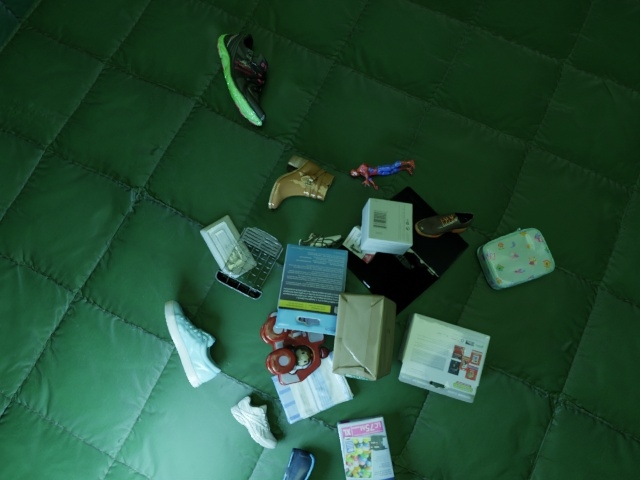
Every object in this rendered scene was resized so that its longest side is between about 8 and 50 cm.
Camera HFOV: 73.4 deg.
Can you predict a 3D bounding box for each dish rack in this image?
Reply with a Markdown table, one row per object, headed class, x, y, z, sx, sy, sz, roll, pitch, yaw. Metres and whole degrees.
| class | x | y | z | sx | sy | sz | roll | pitch | yaw |
| --- | --- | --- | --- | --- | --- | --- | --- | --- | --- |
| dish rack | -0.291 | 0.087 | 1.816 | 0.209 | 0.074 | 0.271 | 29 | 86 | -8 |

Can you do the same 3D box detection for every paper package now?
| class | x | y | z | sx | sy | sz | roll | pitch | yaw |
| --- | --- | --- | --- | --- | --- | --- | --- | --- | --- |
| paper package | 0.179 | 0.363 | 1.644 | 0.168 | 0.325 | 0.308 | 2 | 78 | 18 |

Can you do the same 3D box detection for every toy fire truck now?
| class | x | y | z | sx | sy | sz | roll | pitch | yaw |
| --- | --- | --- | --- | --- | --- | --- | --- | --- | --- |
| toy fire truck | -0.098 | 0.413 | 1.730 | 0.254 | 0.169 | 0.301 | -9 | 74 | -16 |

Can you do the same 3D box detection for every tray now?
| class | x | y | z | sx | sy | sz | roll | pitch | yaw |
| --- | --- | --- | --- | --- | --- | --- | --- | --- | --- |
| tray | -0.406 | 0.030 | 1.880 | 0.145 | 0.030 | 0.270 | -31 | 79 | -7 |

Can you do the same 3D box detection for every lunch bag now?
| class | x | y | z | sx | sy | sz | roll | pitch | yaw |
| --- | --- | --- | --- | --- | --- | --- | --- | --- | --- |
| lunch bag | 0.827 | 0.073 | 1.827 | 0.280 | 0.108 | 0.223 | -18 | 75 | -5 |

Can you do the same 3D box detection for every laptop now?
| class | x | y | z | sx | sy | sz | roll | pitch | yaw |
| --- | --- | --- | --- | --- | --- | --- | --- | --- | --- |
| laptop | 0.357 | 0.038 | 1.882 | 0.382 | 0.236 | 0.408 | 47 | 110 | 10 |

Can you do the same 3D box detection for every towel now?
| class | x | y | z | sx | sy | sz | roll | pitch | yaw |
| --- | --- | --- | --- | --- | --- | --- | --- | --- | --- |
| towel | -0.033 | 0.597 | 1.751 | 0.285 | 0.034 | 0.209 | -22 | 77 | -4 |

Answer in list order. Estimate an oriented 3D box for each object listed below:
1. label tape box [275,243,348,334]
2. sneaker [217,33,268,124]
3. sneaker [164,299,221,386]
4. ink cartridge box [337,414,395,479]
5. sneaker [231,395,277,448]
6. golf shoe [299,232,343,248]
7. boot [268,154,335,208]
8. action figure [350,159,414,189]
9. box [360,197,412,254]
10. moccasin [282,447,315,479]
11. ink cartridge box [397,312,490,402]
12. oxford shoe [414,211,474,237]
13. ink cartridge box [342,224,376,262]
| class | x | y | z | sx | sy | sz | roll | pitch | yaw |
| --- | --- | --- | --- | --- | --- | --- | --- | --- | --- |
| label tape box | -0.032 | 0.201 | 1.713 | 0.250 | 0.115 | 0.347 | 7 | 67 | -1 |
| sneaker | -0.333 | -0.762 | 1.979 | 0.203 | 0.185 | 0.481 | -17 | 79 | 0 |
| sneaker | -0.513 | 0.398 | 1.758 | 0.150 | 0.135 | 0.365 | -22 | 87 | -12 |
| ink cartridge box | 0.183 | 0.861 | 1.679 | 0.186 | 0.065 | 0.310 | -9 | 79 | -1 |
| sneaker | -0.241 | 0.713 | 1.699 | 0.232 | 0.090 | 0.115 | 44 | 78 | 8 |
| golf shoe | 0.000 | 0.000 | 1.862 | 0.198 | 0.077 | 0.093 | -20 | 78 | -5 |
| boot | -0.085 | -0.224 | 1.910 | 0.220 | 0.109 | 0.283 | 29 | 72 | 2 |
| action figure | 0.277 | -0.282 | 1.914 | 0.281 | 0.091 | 0.138 | -2 | 69 | 0 |
| box | 0.262 | -0.054 | 1.704 | 0.182 | 0.119 | 0.180 | 7 | 68 | -7 |
| moccasin | -0.144 | 0.964 | 1.636 | 0.117 | 0.137 | 0.341 | 27 | 65 | 10 |
| ink cartridge box | 0.481 | 0.467 | 1.729 | 0.310 | 0.130 | 0.271 | 17 | 80 | 4 |
| oxford shoe | 0.527 | -0.081 | 1.826 | 0.272 | 0.098 | 0.096 | -11 | 65 | -23 |
| ink cartridge box | 0.176 | 0.015 | 1.790 | 0.135 | 0.056 | 0.099 | 37 | 109 | 12 |
